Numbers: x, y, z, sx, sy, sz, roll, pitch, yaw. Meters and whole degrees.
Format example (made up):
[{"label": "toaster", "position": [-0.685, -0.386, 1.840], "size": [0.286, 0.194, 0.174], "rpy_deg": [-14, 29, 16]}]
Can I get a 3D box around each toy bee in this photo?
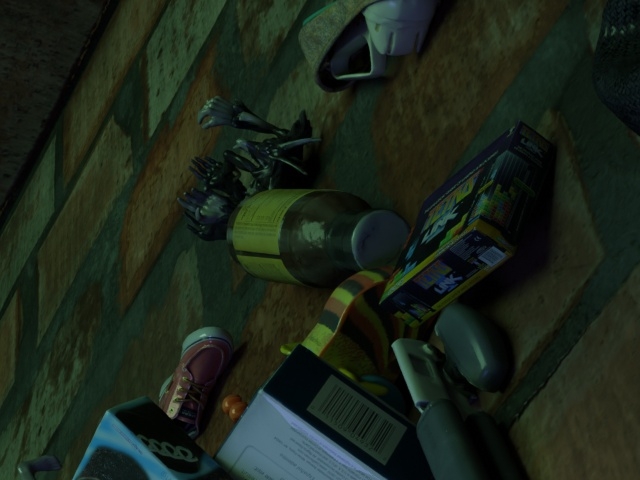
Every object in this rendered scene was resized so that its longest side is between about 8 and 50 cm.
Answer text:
[{"label": "toy bee", "position": [-0.001, 0.152, 1.713], "size": [0.195, 0.162, 0.298], "rpy_deg": [-20, 52, 61]}]

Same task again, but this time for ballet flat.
[{"label": "ballet flat", "position": [0.071, -0.248, 2.026], "size": [0.316, 0.107, 0.106], "rpy_deg": [144, 122, -63]}]

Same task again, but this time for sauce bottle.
[{"label": "sauce bottle", "position": [0.000, 0.000, 1.925], "size": [0.344, 0.111, 0.111], "rpy_deg": [9, 79, 68]}]

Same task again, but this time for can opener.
[{"label": "can opener", "position": [0.130, 0.148, 1.511], "size": [0.095, 0.076, 0.283], "rpy_deg": [-62, 23, 21]}]

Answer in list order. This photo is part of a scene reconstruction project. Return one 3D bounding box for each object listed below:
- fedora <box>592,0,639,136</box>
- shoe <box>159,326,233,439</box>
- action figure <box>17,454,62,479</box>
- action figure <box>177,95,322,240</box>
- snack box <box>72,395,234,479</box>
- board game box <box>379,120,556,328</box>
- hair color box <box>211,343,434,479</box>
[{"label": "fedora", "position": [0.299, -0.141, 1.253], "size": [0.334, 0.152, 0.334], "rpy_deg": [-51, 28, 40]}, {"label": "shoe", "position": [-0.155, 0.185, 2.206], "size": [0.178, 0.063, 0.081], "rpy_deg": [125, 154, -45]}, {"label": "action figure", "position": [-0.458, 0.504, 2.503], "size": [0.341, 0.178, 0.330], "rpy_deg": [-57, 14, 24]}, {"label": "action figure", "position": [-0.103, -0.083, 2.216], "size": [0.275, 0.141, 0.164], "rpy_deg": [-33, 39, 62]}, {"label": "snack box", "position": [-0.098, 0.311, 1.566], "size": [0.322, 0.060, 0.187], "rpy_deg": [41, 122, 21]}, {"label": "board game box", "position": [0.134, -0.013, 1.641], "size": [0.170, 0.048, 0.141], "rpy_deg": [-42, 19, 50]}, {"label": "hair color box", "position": [-0.049, 0.282, 1.655], "size": [0.347, 0.174, 0.105], "rpy_deg": [-56, -4, 29]}]
